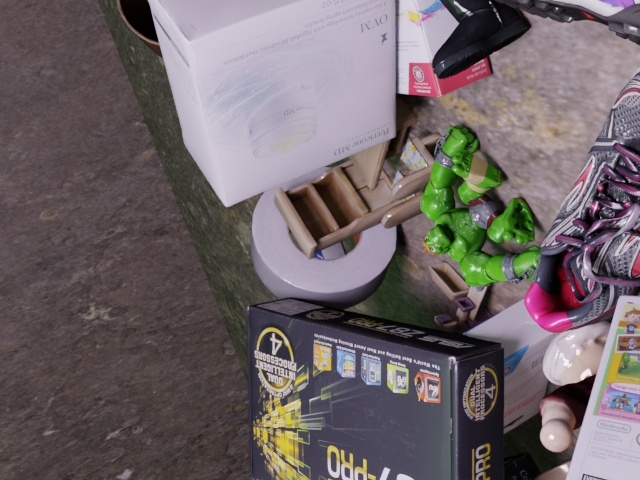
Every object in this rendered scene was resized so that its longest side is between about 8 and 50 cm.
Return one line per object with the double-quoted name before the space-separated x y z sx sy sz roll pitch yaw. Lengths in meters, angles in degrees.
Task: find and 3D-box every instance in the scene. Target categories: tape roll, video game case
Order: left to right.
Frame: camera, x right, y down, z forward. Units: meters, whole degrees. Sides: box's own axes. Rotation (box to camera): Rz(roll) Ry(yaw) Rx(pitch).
"tape roll" 0.004 -0.004 1.250 0.219 0.219 0.072 58 161 21
"video game case" 0.297 0.136 0.603 0.212 0.193 0.023 1 152 48

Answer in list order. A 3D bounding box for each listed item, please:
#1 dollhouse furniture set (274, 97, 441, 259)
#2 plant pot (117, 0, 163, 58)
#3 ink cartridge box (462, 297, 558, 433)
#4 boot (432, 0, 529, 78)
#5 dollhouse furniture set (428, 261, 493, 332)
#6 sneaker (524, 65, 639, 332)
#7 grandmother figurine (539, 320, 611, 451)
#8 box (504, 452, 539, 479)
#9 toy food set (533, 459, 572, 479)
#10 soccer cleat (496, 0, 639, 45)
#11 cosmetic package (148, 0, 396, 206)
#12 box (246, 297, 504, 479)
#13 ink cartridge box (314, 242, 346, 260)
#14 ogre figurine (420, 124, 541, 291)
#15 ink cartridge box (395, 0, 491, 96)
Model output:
"dollhouse furniture set" 0.038 -0.100 1.124 0.212 0.161 0.242 58 161 21
"plant pot" -0.220 -0.387 1.457 0.215 0.215 0.230 60 177 14
"ink cartridge box" 0.229 0.167 1.028 0.061 0.104 0.181 49 156 39
"boot" 0.132 -0.218 0.783 0.099 0.121 0.045 57 159 5
"dollhouse furniture set" 0.175 0.053 1.095 0.114 0.091 0.081 53 143 42
"sneaker" 0.257 -0.018 0.698 0.121 0.112 0.299 53 157 35
"grandmother figurine" 0.291 0.180 0.748 0.342 0.208 0.104 -105 34 -65
"box" 0.177 0.494 1.271 0.179 0.312 0.343 60 162 13
"toy food set" 0.369 0.362 0.913 0.219 0.092 0.306 63 162 6
"soccer cleat" 0.230 -0.197 0.574 0.318 0.109 0.116 35 111 41
"cosmetic package" -0.044 -0.190 0.896 0.138 0.224 0.224 54 161 37
"box" 0.053 0.256 1.052 0.395 0.097 0.318 8 103 49
"ink cartridge box" 0.000 0.000 1.549 0.207 0.046 0.097 69 163 -12
"ogre figurine" 0.179 -0.022 0.955 0.197 0.097 0.118 46 140 10
"ink cartridge box" 0.102 -0.251 0.887 0.127 0.072 0.175 29 140 64
